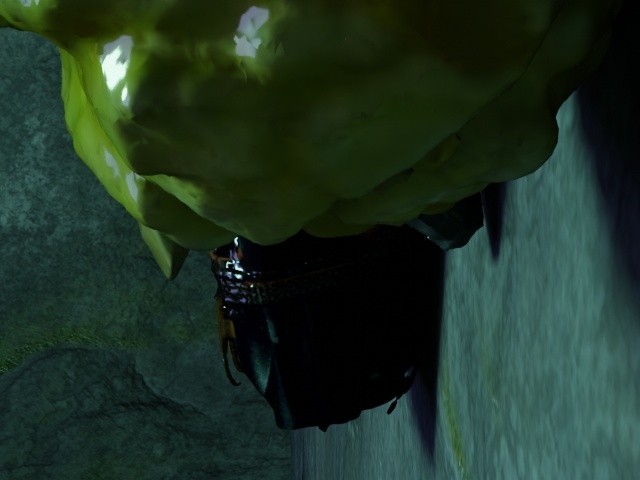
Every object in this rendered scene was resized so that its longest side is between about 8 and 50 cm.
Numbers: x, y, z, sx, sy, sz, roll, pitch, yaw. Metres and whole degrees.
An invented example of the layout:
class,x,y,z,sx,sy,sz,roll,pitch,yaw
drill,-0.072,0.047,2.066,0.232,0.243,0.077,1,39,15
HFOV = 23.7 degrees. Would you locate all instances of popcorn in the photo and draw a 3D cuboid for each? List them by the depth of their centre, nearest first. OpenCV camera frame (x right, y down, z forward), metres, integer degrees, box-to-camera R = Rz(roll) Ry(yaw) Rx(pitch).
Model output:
class,x,y,z,sx,sy,sz,roll,pitch,yaw
popcorn,-0.018,-0.121,0.449,0.249,0.225,0.249,4,-90,-85

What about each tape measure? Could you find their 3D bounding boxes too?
class,x,y,z,sx,sy,sz,roll,pitch,yaw
tape measure,0.000,0.000,0.957,0.223,0.135,0.202,-93,-7,-61

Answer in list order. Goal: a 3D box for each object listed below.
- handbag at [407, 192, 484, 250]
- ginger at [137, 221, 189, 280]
class,x,y,z,sx,sy,sz,roll,pitch,yaw
handbag,0.002,-0.123,0.741,0.089,0.175,0.270,-39,37,32
ginger,-0.075,-0.133,1.225,0.358,0.211,0.413,-99,-1,-46
